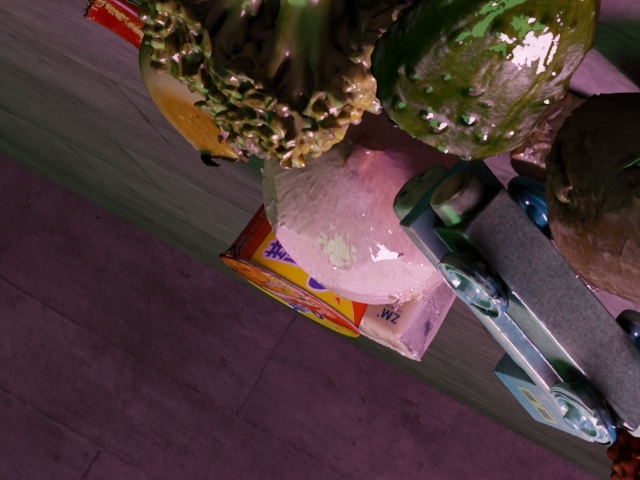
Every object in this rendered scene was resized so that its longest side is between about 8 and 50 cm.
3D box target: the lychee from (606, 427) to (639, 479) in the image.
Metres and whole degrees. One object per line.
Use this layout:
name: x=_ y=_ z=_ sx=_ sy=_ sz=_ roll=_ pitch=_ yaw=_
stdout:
lychee: x=0.409 y=0.210 z=1.544 sx=0.306 sy=0.306 sz=0.330 roll=29 pitch=-166 yaw=10

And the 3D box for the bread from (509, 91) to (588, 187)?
bread: x=0.206 y=-0.076 z=1.384 sx=0.076 sy=0.070 sz=0.083 roll=25 pitch=168 yaw=30

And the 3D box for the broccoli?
broccoli: x=-0.035 y=-0.164 z=1.334 sx=0.242 sy=0.180 sz=0.273 roll=31 pitch=171 yaw=4

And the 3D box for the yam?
yam: x=0.292 y=-0.018 z=1.146 sx=0.168 sy=0.168 sz=0.304 roll=35 pitch=172 yaw=-26

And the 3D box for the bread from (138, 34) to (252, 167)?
bread: x=-0.088 y=-0.174 z=1.614 sx=0.156 sy=0.158 sz=0.260 roll=49 pitch=167 yaw=-22

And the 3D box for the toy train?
toy train: x=0.180 y=0.053 z=1.451 sx=0.298 sy=0.120 sz=0.194 roll=49 pitch=167 yaw=-20

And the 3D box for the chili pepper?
chili pepper: x=-0.194 y=-0.238 z=1.833 sx=0.123 sy=0.073 sz=0.070 roll=34 pitch=-147 yaw=-4

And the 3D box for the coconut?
coconut: x=0.047 y=-0.047 z=1.587 sx=0.224 sy=0.224 sz=0.234 roll=30 pitch=180 yaw=6

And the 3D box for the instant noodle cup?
instant noodle cup: x=0.000 y=0.000 z=2.162 sx=0.213 sy=0.174 sz=0.213 roll=29 pitch=172 yaw=5

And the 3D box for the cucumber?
cucumber: x=0.127 y=-0.146 z=1.110 sx=0.134 sy=0.134 sz=0.244 roll=32 pitch=159 yaw=-6

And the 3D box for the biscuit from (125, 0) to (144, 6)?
biscuit: x=-0.256 y=-0.311 z=1.725 sx=0.322 sy=0.038 sz=0.099 roll=32 pitch=168 yaw=-1

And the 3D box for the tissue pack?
tissue pack: x=0.083 y=0.058 z=2.291 sx=0.196 sy=0.148 sz=0.092 roll=23 pitch=170 yaw=35
